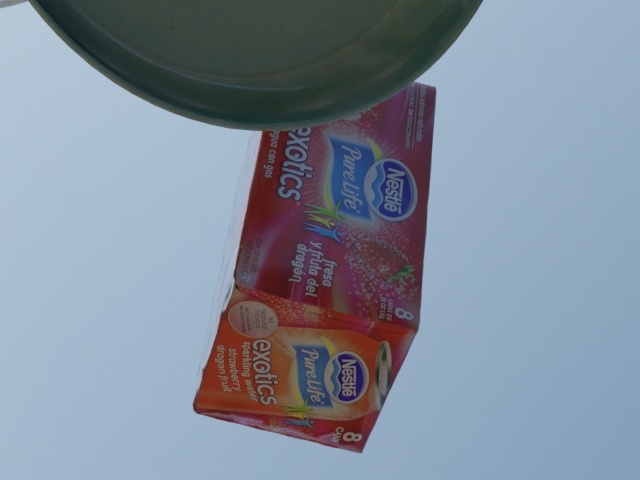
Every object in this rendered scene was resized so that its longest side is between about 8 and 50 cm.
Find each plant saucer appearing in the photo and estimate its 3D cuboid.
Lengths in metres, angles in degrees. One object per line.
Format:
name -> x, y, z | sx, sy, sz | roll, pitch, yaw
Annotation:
plant saucer -> -0.036, -0.213, 0.803 | 0.043, 0.317, 0.318 | 5, -79, 58

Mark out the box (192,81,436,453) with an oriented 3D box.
box -> 0.000, 0.000, 1.104 | 0.257, 0.122, 0.128 | -82, -170, -48

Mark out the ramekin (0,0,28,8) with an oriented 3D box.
ramekin -> -0.237, -0.247, 0.908 | 0.272, 0.127, 0.273 | 6, -64, 12
